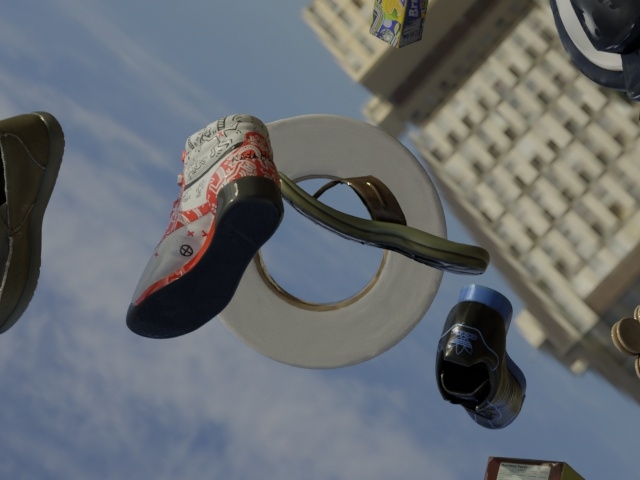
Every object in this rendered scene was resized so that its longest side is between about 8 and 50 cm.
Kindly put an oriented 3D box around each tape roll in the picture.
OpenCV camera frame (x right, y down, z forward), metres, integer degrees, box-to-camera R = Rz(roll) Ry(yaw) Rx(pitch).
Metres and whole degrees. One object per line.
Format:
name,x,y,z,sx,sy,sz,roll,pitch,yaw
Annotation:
tape roll,0.000,0.000,2.423,0.392,0.392,0.072,43,-176,1

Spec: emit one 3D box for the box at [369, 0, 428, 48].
box,0.117,-0.357,2.212,0.059,0.169,0.054,33,-139,30

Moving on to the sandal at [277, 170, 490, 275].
sandal,0.079,-0.034,2.063,0.302,0.086,0.120,18,177,-2

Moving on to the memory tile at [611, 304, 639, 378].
memory tile,0.348,0.121,1.522,0.113,0.012,0.148,-32,-96,-40

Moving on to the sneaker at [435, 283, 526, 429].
sneaker,0.157,0.143,1.623,0.081,0.090,0.232,14,147,23

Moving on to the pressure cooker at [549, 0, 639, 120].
pressure cooker,0.344,-0.253,1.131,0.420,0.376,0.370,7,-155,-16

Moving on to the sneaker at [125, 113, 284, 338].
sneaker,-0.128,-0.017,1.713,0.090,0.270,0.145,15,-135,-28

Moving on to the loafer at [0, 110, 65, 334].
loafer,-0.347,-0.020,1.699,0.087,0.251,0.094,5,-168,-42

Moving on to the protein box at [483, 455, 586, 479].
protein box,0.342,0.469,2.501,0.136,0.201,0.200,1,154,35
